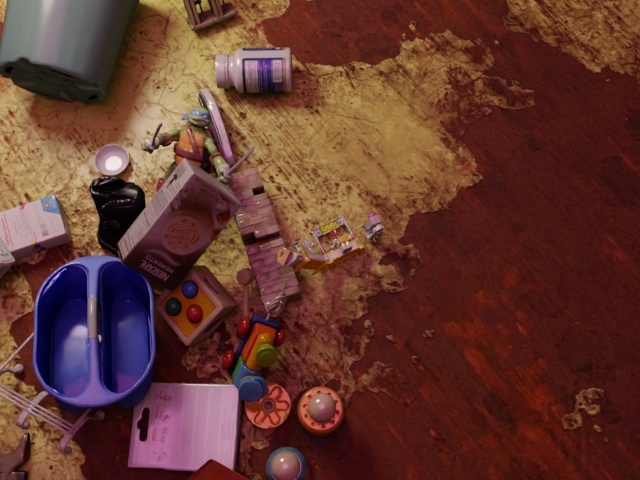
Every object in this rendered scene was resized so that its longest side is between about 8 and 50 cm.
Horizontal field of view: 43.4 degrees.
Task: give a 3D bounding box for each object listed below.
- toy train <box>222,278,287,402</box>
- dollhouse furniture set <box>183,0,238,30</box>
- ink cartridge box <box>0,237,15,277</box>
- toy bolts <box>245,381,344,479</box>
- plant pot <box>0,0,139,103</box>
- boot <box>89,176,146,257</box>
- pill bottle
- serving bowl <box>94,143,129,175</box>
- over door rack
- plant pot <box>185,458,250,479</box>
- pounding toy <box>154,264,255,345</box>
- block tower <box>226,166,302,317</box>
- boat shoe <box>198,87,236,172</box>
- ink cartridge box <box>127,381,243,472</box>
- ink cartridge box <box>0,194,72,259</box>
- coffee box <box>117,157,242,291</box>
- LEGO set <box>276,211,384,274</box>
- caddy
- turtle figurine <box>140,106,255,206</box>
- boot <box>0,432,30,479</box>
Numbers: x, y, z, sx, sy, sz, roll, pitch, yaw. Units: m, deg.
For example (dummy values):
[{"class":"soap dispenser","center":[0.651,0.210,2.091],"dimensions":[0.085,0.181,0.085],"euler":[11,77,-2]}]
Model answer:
[{"class":"toy train","center":[-0.119,0.214,1.720],"dimensions":[0.105,0.143,0.248],"euler":[21,105,-17]},{"class":"dollhouse furniture set","center":[-0.313,-0.660,2.095],"dimensions":[0.128,0.129,0.184],"euler":[-22,43,-8]},{"class":"ink cartridge box","center":[-0.817,0.019,1.838],"dimensions":[0.181,0.056,0.225],"euler":[-43,77,20]},{"class":"toy bolts","center":[-0.072,0.405,1.702],"dimensions":[0.218,0.158,0.229],"euler":[16,72,5]},{"class":"plant pot","center":[-0.609,-0.530,1.939],"dimensions":[0.340,0.341,0.334],"euler":[8,80,2]},{"class":"boot","center":[-0.405,-0.026,1.812],"dimensions":[0.246,0.207,0.094],"euler":[26,54,9]},{"class":"pill bottle","center":[-0.164,-0.422,2.002],"dimensions":[0.186,0.112,0.112],"euler":[0,72,0]},{"class":"serving bowl","center":[-0.507,-0.193,1.967],"dimensions":[0.083,0.027,0.084],"euler":[0,72,0]},{"class":"over door rack","center":[-0.556,0.282,1.778],"dimensions":[0.239,0.108,0.324],"euler":[27,59,8]},{"class":"plant pot","center":[-0.203,0.595,1.597],"dimensions":[0.267,0.267,0.236],"euler":[27,62,8]},{"class":"pounding toy","center":[-0.237,0.136,1.782],"dimensions":[0.206,0.094,0.181],"euler":[-46,76,14]},{"class":"block tower","center":[-0.134,0.003,1.872],"dimensions":[0.097,0.091,0.336],"euler":[-17,73,-5]},{"class":"boat shoe","center":[-0.271,-0.271,1.969],"dimensions":[0.070,0.078,0.220],"euler":[-18,74,-7]},{"class":"ink cartridge box","center":[-0.290,0.407,1.761],"dimensions":[0.232,0.066,0.189],"euler":[0,72,8]},{"class":"ink cartridge box","center":[-0.690,-0.024,1.891],"dimensions":[0.181,0.061,0.104],"euler":[-19,73,-7]},{"class":"coffee box","center":[-0.305,-0.032,1.731],"dimensions":[0.141,0.098,0.247],"euler":[34,99,-32]},{"class":"LEGO set","center":[0.000,0.000,1.852],"dimensions":[0.286,0.132,0.107],"euler":[-16,65,-29]},{"class":"caddy","center":[-0.466,0.196,1.676],"dimensions":[0.241,0.179,0.342],"euler":[-4,59,-11]},{"class":"turtle figurine","center":[-0.310,-0.158,1.822],"dimensions":[0.197,0.267,0.275],"euler":[4,25,-30]},{"class":"boot","center":[-0.675,0.475,1.736],"dimensions":[0.086,0.042,0.119],"euler":[-1,71,2]}]
